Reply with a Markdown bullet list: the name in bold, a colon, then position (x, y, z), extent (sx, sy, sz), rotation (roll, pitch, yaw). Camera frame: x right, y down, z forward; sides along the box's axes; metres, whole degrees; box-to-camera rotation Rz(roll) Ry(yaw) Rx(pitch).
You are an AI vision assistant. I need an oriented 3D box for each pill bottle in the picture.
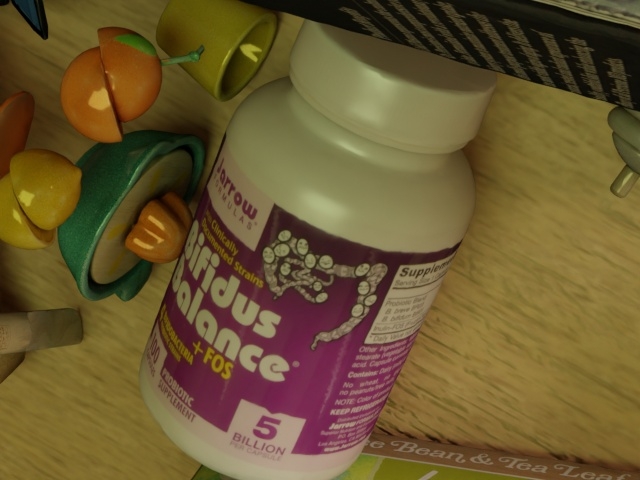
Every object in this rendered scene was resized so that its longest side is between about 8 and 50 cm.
- **pill bottle**: position (0.000, 0.000, 1.067), extent (0.169, 0.169, 0.301), rotation (26, 118, 7)

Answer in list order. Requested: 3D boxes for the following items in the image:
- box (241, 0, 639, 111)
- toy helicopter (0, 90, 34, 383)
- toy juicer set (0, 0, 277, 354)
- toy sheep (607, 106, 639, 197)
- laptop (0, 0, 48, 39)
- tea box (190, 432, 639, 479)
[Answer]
- **box**: position (0.150, -0.310, 0.724), extent (0.472, 0.297, 0.480), rotation (17, 92, 11)
- **toy helicopter**: position (-0.279, -0.020, 1.152), extent (0.235, 0.140, 0.355), rotation (15, 141, 30)
- **toy juicer set**: position (-0.144, -0.008, 1.092), extent (0.089, 0.209, 0.329), rotation (34, 118, 12)
- **toy sheep**: position (0.222, -0.079, 1.003), extent (0.091, 0.091, 0.132), rotation (33, 100, 4)
- **laptop**: position (-0.288, -0.251, 1.080), extent (0.264, 0.136, 0.234), rotation (-1, 111, 20)
- **tea box**: position (0.044, 0.303, 1.092), extent (0.329, 0.323, 0.220), rotation (6, 115, 16)
